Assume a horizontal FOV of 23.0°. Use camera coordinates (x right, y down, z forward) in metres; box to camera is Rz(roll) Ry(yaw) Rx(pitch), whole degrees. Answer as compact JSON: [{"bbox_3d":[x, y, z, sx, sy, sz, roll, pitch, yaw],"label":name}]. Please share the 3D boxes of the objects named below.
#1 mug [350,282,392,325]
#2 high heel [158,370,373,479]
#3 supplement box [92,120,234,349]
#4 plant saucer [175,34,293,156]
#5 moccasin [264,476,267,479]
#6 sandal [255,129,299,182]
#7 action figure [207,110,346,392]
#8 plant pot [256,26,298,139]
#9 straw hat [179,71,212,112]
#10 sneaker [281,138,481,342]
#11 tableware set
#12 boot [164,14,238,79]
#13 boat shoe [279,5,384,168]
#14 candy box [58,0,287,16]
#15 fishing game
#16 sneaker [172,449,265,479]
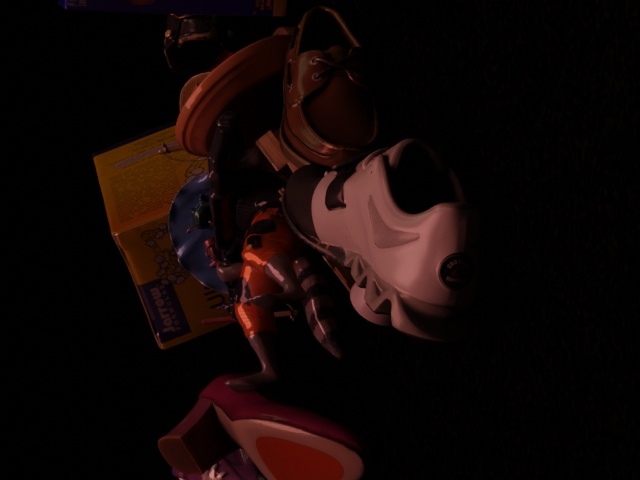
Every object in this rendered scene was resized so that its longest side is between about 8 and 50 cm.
[{"bbox_3d":[0.067,0.037,1.590,0.064,0.062,0.078,114,148,-42],"label":"mug"},{"bbox_3d":[-0.033,0.208,1.885,0.377,0.181,0.127,1,122,49],"label":"high heel"},{"bbox_3d":[-0.197,-0.025,2.295,0.356,0.195,0.194,-120,9,-65],"label":"supplement box"},{"bbox_3d":[-0.086,-0.168,1.926,0.037,0.200,0.200,52,151,19],"label":"plant saucer"},{"bbox_3d":[-0.049,0.368,1.927,0.138,0.117,0.342,104,163,-44],"label":"moccasin"},{"bbox_3d":[0.024,-0.051,1.722,0.240,0.079,0.088,51,-178,27],"label":"sandal"},{"bbox_3d":[-0.048,0.023,1.920,0.341,0.178,0.330,86,-174,-52],"label":"action figure"},{"bbox_3d":[-0.082,-0.172,2.122,0.237,0.110,0.237,-179,90,-76],"label":"plant pot"},{"bbox_3d":[-0.143,-0.209,2.451,0.061,0.144,0.144,-40,-36,-53],"label":"straw hat"},{"bbox_3d":[0.068,-0.036,1.478,0.330,0.122,0.146,41,123,57],"label":"sneaker"},{"bbox_3d":[0.000,0.000,1.728,0.141,0.020,0.169,50,-179,-1],"label":"tableware set"},{"bbox_3d":[-0.193,-0.449,2.542,0.377,0.138,0.284,119,150,-71],"label":"boot"},{"bbox_3d":[0.006,-0.167,1.741,0.307,0.111,0.104,-112,25,-58],"label":"boat shoe"},{"bbox_3d":[-0.200,-0.449,2.187,0.122,0.317,0.268,-136,47,-70],"label":"candy box"},{"bbox_3d":[-0.111,-0.010,2.072,0.041,0.189,0.264,-63,-34,-69],"label":"fishing game"},{"bbox_3d":[-0.118,0.346,2.137,0.282,0.161,0.102,-111,27,-55],"label":"sneaker"}]
